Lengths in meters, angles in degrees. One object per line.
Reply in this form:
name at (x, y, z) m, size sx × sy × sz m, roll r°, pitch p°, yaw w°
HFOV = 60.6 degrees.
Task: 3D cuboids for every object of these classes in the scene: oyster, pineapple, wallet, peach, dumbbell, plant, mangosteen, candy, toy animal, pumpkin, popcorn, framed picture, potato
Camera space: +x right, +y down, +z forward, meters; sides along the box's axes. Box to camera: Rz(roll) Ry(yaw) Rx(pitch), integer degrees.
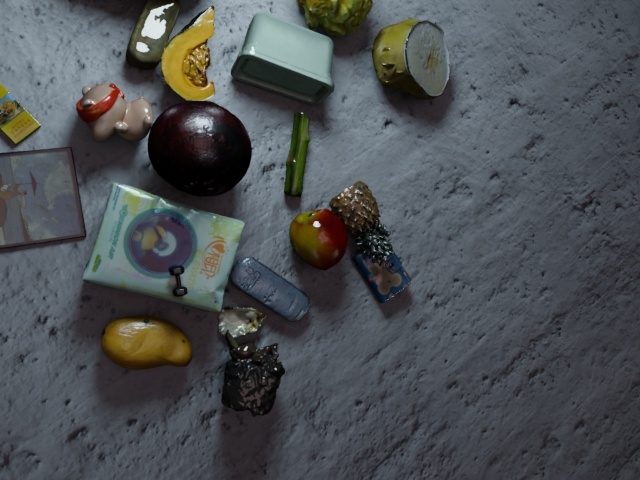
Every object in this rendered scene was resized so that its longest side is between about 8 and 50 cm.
oyster at (-0.251, 0.247, 1.713) m, size 0.146 × 0.045 × 0.122 m, roll -43°, pitch 106°, yaw -9°
pineapple at (0.153, -0.052, 1.794) m, size 0.157 × 0.158 × 0.279 m, roll -33°, pitch 88°, yaw -18°
wallet at (0.211, 0.098, 1.884) m, size 0.141 × 0.059 × 0.202 m, roll -35°, pitch 99°, yaw -11°
peach at (0.000, 0.000, 1.742) m, size 0.197 × 0.197 × 0.198 m, roll 0°, pitch 89°, yaw -21°
dumbbell at (-0.389, 0.111, 1.502) m, size 0.040 × 0.036 × 0.084 m, roll -9°, pitch 97°, yaw -17°
plant at (-0.207, 0.405, 1.661) m, size 0.203 × 0.178 × 0.234 m, roll 11°, pitch 75°, yaw -9°
mangosteen at (-0.336, -0.273, 1.565) m, size 0.297 × 0.297 × 0.294 m, roll 26°, pitch 71°, yaw -18°
candy at (-0.491, -0.618, 1.608) m, size 0.102 × 0.104 × 0.234 m, roll 20°, pitch 83°, yaw -24°
toy animal at (-0.575, -0.353, 1.531) m, size 0.197 × 0.171 × 0.172 m, roll 15°, pitch 84°, yaw -27°
pumpkin at (-0.406, -0.552, 1.615) m, size 0.162 × 0.111 × 0.279 m, roll -5°, pitch 103°, yaw -36°
popcorn at (0.037, -0.800, 1.736) m, size 0.246 × 0.282 × 0.282 m, roll -17°, pitch 95°, yaw -18°
framed picture at (-0.849, -0.114, 1.510) m, size 0.346 × 0.016 × 0.265 m, roll -9°, pitch 91°, yaw -21°
potato at (0.297, -0.616, 1.873) m, size 0.299 × 0.196 × 0.247 m, roll 23°, pitch 83°, yaw -48°

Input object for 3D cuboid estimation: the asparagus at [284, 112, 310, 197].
asparagus at (-0.074, -0.277, 1.784) m, size 0.067 × 0.060 × 0.278 m, roll 9°, pitch 86°, yaw -1°

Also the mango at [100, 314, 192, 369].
mango at (-0.500, 0.300, 1.588) m, size 0.262 × 0.109 × 0.157 m, roll 18°, pitch 73°, yaw -24°

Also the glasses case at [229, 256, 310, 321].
glasses case at (-0.159, 0.156, 1.738) m, size 0.282 × 0.067 × 0.109 m, roll 35°, pitch 80°, yaw -15°

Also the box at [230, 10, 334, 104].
box at (-0.105, -0.576, 1.725) m, size 0.311 × 0.175 × 0.183 m, roll 15°, pitch 75°, yaw -20°

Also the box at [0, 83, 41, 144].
box at (-0.860, -0.349, 1.506) m, size 0.087 × 0.023 × 0.155 m, roll -45°, pitch 103°, yaw -13°

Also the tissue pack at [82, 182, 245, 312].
tissue pack at (-0.446, 0.027, 1.583) m, size 0.387 × 0.162 × 0.288 m, roll 17°, pitch 86°, yaw -19°
